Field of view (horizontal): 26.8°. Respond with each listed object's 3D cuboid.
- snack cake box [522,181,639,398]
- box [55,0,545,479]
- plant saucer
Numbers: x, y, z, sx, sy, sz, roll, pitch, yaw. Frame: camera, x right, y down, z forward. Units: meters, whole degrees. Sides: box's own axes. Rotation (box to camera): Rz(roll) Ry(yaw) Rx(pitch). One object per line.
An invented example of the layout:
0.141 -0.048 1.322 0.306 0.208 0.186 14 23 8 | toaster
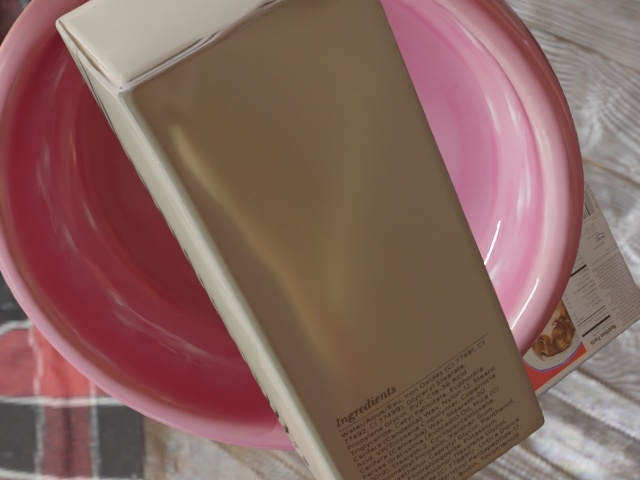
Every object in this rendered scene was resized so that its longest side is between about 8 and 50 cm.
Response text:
0.185 0.067 1.300 0.089 0.264 0.152 -18 99 53 | snack cake box
0.000 0.000 0.600 0.113 0.275 0.094 -31 36 -10 | box
-0.022 -0.034 0.754 0.332 0.084 0.332 3 120 5 | plant saucer
